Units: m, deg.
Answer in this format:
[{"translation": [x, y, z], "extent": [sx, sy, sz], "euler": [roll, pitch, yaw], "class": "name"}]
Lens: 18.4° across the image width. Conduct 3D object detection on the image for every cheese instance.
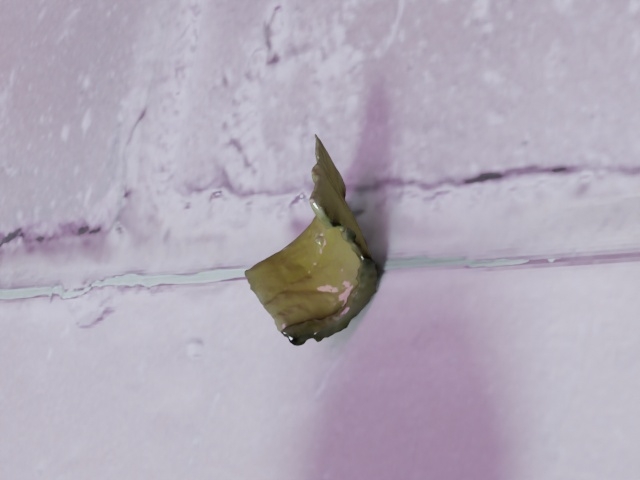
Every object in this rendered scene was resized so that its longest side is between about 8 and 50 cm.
[{"translation": [0.001, -0.001, 0.912], "extent": [0.060, 0.041, 0.084], "euler": [-122, 44, -54], "class": "cheese"}]
